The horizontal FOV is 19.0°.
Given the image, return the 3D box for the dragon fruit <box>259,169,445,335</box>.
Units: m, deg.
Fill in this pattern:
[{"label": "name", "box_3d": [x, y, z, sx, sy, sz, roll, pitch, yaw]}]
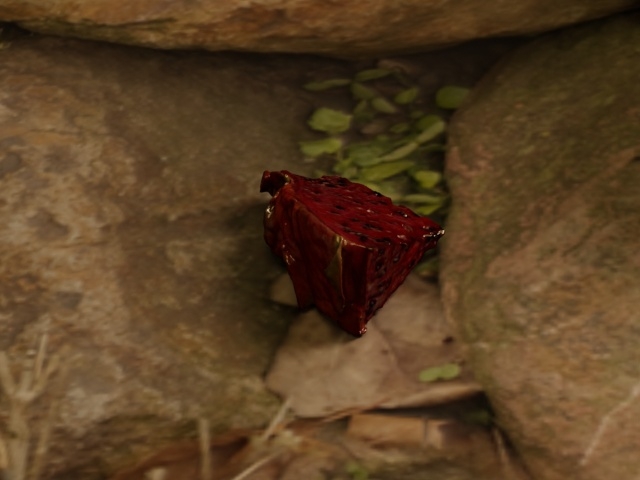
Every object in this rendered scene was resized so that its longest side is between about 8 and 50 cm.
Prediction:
[{"label": "dragon fruit", "box_3d": [0.000, 0.004, 1.152, 0.131, 0.063, 0.097, 28, 23, 35]}]
